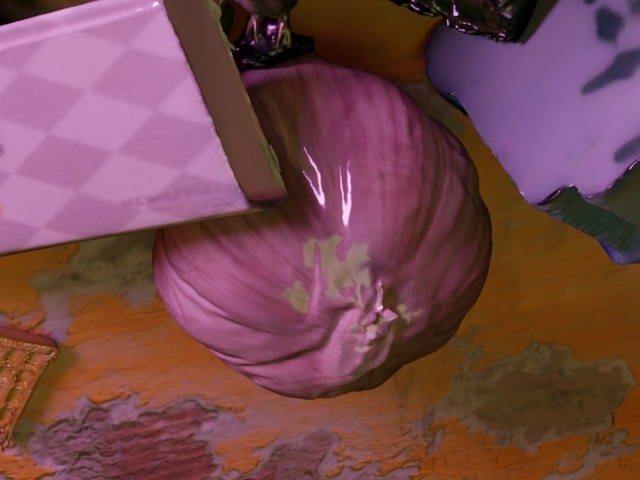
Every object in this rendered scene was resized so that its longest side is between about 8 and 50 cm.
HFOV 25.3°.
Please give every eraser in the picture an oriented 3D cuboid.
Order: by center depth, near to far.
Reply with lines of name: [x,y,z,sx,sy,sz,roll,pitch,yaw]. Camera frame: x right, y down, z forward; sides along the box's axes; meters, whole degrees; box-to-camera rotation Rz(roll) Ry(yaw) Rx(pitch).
eraser: [-0.244,-0.070,1.090,0.397,0.082,0.213,-9,120,21]

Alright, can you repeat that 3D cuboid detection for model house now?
model house: [0.325,-0.125,1.261,0.295,0.251,0.329,-44,136,19]

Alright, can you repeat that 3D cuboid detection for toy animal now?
toy animal: [-0.044,-0.195,1.094,0.070,0.105,0.202,14,174,12]

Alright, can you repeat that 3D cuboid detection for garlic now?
garlic: [0.000,0.000,1.230,0.317,0.259,0.317,-13,136,-13]

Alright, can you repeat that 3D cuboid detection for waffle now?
waffle: [-0.327,0.144,1.405,0.097,0.023,0.152,14,125,-27]

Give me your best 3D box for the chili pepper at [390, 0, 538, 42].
chili pepper: [0.077,-0.257,1.132,0.264,0.116,0.148,28,111,-37]

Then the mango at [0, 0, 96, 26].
mango: [-0.183,-0.226,1.072,0.251,0.114,0.156,-6,131,0]

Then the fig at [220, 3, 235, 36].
fig: [-0.130,-0.134,1.165,0.156,0.123,0.123,-29,133,-3]
